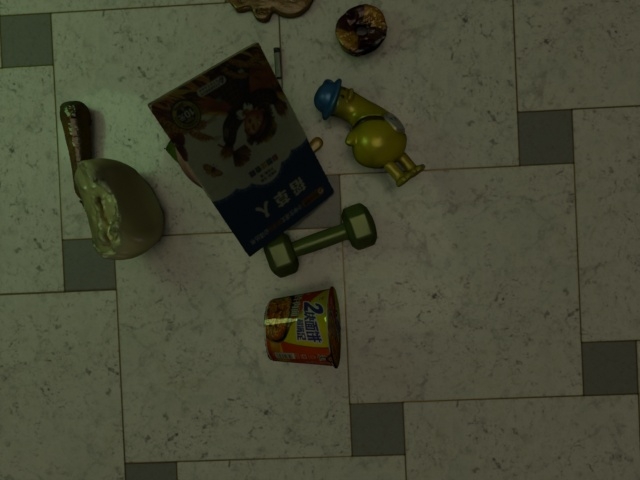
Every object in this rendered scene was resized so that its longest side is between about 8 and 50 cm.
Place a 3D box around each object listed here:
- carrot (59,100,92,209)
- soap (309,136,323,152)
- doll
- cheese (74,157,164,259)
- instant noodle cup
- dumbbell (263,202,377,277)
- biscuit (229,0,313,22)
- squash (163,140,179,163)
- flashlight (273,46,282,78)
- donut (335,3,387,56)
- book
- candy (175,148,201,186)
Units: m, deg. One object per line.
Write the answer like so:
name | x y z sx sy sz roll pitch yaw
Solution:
carrot | -0.670 -0.235 1.176 0.078 0.078 0.297 -2 96 1
soap | -0.029 -0.253 1.181 0.089 0.012 0.034 -44 90 1
doll | 0.126 -0.299 1.129 0.200 0.145 0.363 -32 78 -38
cheese | -0.525 -0.082 1.093 0.127 0.233 0.265 -24 87 12
instant noodle cup | -0.044 0.229 1.099 0.174 0.213 0.213 -5 90 9
dumbbell | 0.000 0.000 1.136 0.302 0.121 0.108 -20 61 2
biscuit | -0.128 -0.697 1.169 0.249 0.035 0.184 8 91 1
squash | -0.277 -0.304 1.141 0.203 0.111 0.288 42 90 -1
flashlight | -0.120 -0.495 1.178 0.019 0.018 0.083 -4 90 3
donut | 0.110 -0.566 1.152 0.141 0.059 0.140 0 91 2
book | -0.167 -0.209 1.032 0.300 0.039 0.427 -40 120 -18
candy | -0.235 -0.228 1.068 0.256 0.094 0.255 -10 109 -31
